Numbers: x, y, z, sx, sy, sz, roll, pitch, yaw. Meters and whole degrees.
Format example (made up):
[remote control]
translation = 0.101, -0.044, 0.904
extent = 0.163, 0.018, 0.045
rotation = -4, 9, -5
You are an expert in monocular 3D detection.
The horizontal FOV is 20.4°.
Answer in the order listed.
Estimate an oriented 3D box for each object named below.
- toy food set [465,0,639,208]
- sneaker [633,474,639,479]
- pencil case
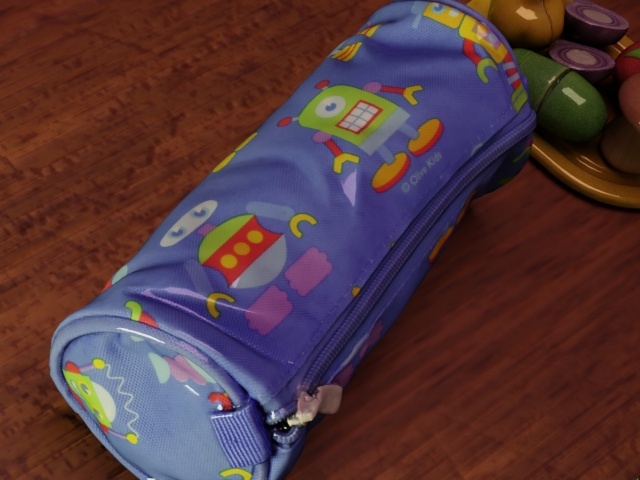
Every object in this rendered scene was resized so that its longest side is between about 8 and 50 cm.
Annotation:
[toy food set]
translation = 0.179, -0.093, 1.048
extent = 0.218, 0.071, 0.128
rotation = 41, 53, 12
[sneaker]
translation = 0.223, 0.122, 0.859
extent = 0.134, 0.146, 0.343
rotation = 42, 54, 13
[pencil case]
translation = 0.000, 0.000, 0.886
extent = 0.133, 0.119, 0.306
rotation = 15, 45, 30
